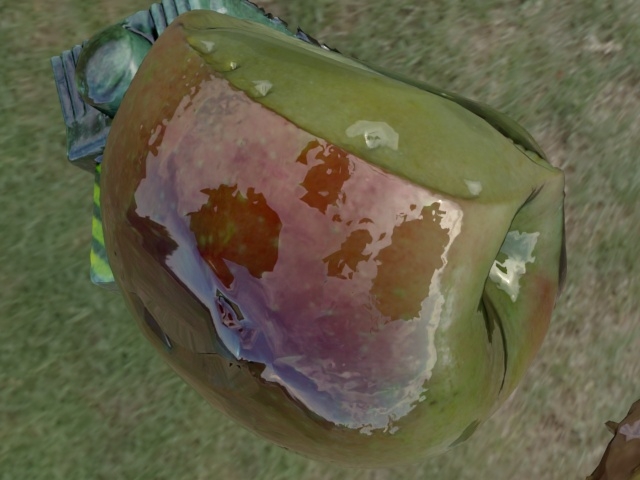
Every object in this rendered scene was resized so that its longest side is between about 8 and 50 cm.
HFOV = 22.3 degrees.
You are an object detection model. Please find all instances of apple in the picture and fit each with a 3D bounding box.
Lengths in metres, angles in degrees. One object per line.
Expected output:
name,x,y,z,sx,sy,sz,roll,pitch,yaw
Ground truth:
apple,0.000,0.000,0.685,0.188,0.207,0.173,20,82,21

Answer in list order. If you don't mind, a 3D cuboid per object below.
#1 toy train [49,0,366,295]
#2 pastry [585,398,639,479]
toy train,-0.012,-0.013,0.959,0.139,0.330,0.178,-20,59,35
pastry,0.177,0.098,0.358,0.193,0.275,0.274,-9,100,50
